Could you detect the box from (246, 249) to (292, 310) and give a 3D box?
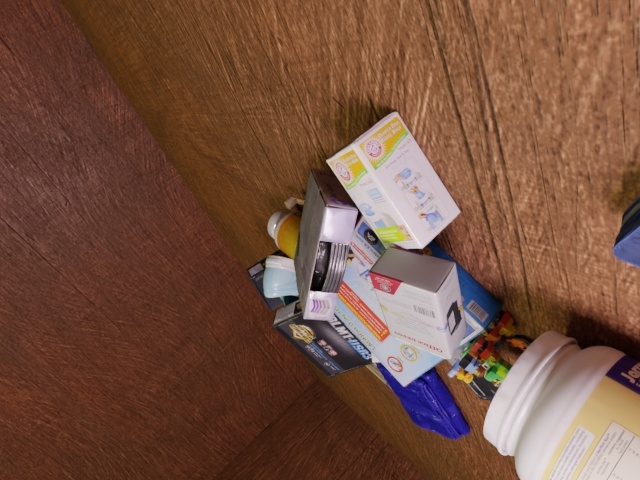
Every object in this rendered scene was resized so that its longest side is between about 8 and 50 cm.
[{"bbox_3d":[-0.116,0.114,1.468,0.059,0.232,0.183,49,165,46],"label":"box"}]

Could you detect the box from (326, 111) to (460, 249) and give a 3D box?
[{"bbox_3d":[0.121,-0.095,0.725,0.203,0.103,0.114,54,161,-11],"label":"box"}]

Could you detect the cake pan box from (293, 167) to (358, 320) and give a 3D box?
[{"bbox_3d":[0.000,0.000,0.898,0.267,0.070,0.246,-109,26,-65],"label":"cake pan box"}]

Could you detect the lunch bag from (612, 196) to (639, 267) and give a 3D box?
[{"bbox_3d":[0.346,-0.014,0.421,0.067,0.065,0.098,28,155,15],"label":"lunch bag"}]

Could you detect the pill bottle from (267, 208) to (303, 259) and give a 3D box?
[{"bbox_3d":[-0.049,-0.006,1.234,0.245,0.136,0.136,31,154,45],"label":"pill bottle"}]

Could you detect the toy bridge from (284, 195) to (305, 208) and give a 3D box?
[{"bbox_3d":[-0.015,-0.073,1.145,0.188,0.063,0.026,36,157,33],"label":"toy bridge"}]

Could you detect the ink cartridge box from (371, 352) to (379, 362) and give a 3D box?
[{"bbox_3d":[0.232,0.292,1.140,0.104,0.180,0.060,49,-145,-66],"label":"ink cartridge box"}]

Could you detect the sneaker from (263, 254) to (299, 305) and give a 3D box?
[{"bbox_3d":[-0.060,0.163,1.361,0.135,0.150,0.365,4,164,41],"label":"sneaker"}]

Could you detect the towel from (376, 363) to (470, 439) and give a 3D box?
[{"bbox_3d":[0.325,0.514,1.376,0.227,0.076,0.308,-5,125,48],"label":"towel"}]

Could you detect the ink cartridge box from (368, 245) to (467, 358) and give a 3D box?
[{"bbox_3d":[0.171,0.107,0.733,0.127,0.072,0.175,15,141,39],"label":"ink cartridge box"}]

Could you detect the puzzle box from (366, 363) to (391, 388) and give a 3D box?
[{"bbox_3d":[0.180,0.423,1.658,0.409,0.052,0.272,36,157,37],"label":"puzzle box"}]

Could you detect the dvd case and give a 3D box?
[{"bbox_3d":[0.359,0.287,1.018,0.239,0.029,0.179,50,162,5],"label":"dvd case"}]

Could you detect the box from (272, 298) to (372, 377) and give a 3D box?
[{"bbox_3d":[0.063,0.263,1.250,0.293,0.073,0.295,-25,121,25],"label":"box"}]

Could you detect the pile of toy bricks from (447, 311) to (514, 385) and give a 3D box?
[{"bbox_3d":[0.339,0.242,0.838,0.105,0.118,0.212,35,146,20],"label":"pile of toy bricks"}]

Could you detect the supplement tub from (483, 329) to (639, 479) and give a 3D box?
[{"bbox_3d":[0.419,0.293,0.557,0.331,0.241,0.241,33,154,43],"label":"supplement tub"}]

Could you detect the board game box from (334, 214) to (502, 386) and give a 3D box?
[{"bbox_3d":[0.163,0.123,0.912,0.308,0.086,0.302,46,140,14],"label":"board game box"}]

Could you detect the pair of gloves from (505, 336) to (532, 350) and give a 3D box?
[{"bbox_3d":[0.401,0.217,0.813,0.083,0.010,0.074,50,167,-1],"label":"pair of gloves"}]
